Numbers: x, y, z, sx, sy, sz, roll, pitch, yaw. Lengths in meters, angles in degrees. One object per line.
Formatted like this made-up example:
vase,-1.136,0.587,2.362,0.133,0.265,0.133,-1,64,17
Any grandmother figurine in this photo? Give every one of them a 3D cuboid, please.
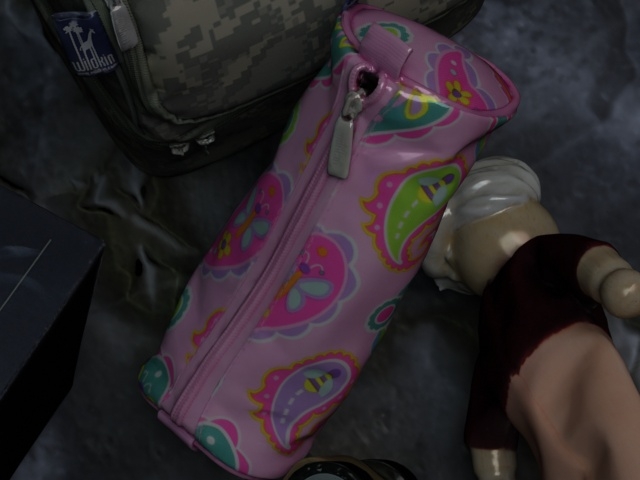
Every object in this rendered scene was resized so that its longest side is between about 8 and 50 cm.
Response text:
grandmother figurine,0.141,0.082,1.053,0.104,0.208,0.342,13,39,-30

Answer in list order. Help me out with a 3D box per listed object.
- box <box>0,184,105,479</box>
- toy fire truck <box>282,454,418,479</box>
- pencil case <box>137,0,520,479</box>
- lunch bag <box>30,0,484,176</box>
box,-0.341,0.091,0.978,0.312,0.179,0.343,28,55,3
toy fire truck,0.013,0.273,1.036,0.217,0.158,0.246,37,97,18
pencil case,0.000,0.000,1.042,0.124,0.124,0.284,32,113,4
lunch bag,-0.036,-0.197,1.087,0.305,0.256,0.213,-27,79,-11
